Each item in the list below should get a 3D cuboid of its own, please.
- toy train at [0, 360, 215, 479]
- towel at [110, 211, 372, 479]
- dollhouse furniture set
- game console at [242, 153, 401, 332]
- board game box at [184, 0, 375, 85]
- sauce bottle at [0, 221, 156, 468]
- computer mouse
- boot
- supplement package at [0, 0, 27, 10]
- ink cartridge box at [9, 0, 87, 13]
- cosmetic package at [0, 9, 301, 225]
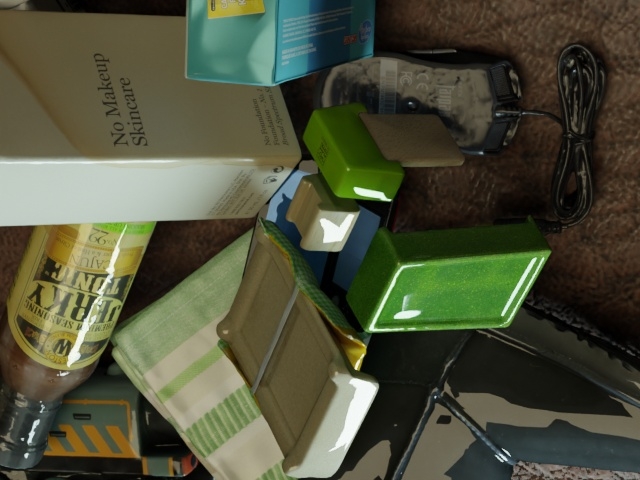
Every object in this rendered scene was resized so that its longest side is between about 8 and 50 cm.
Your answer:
[{"bbox_3d":[-0.258,0.216,1.776,0.334,0.142,0.190,-1,102,20],"label":"toy train"},{"bbox_3d":[-0.021,0.153,1.671,0.248,0.038,0.325,-36,95,5],"label":"towel"},{"bbox_3d":[0.044,0.049,1.518,0.197,0.151,0.301,61,141,37],"label":"dollhouse furniture set"},{"bbox_3d":[0.000,0.000,1.591,0.085,0.124,0.144,8,102,-27],"label":"game console"},{"bbox_3d":[-0.023,-0.305,1.360,0.079,0.254,0.336,6,102,18],"label":"board game box"},{"bbox_3d":[-0.246,0.063,1.639,0.111,0.111,0.344,25,111,8],"label":"sauce bottle"},{"bbox_3d":[0.128,-0.091,1.546,0.262,0.060,0.184,-1,108,8],"label":"computer mouse"},{"bbox_3d":[0.140,0.282,1.566,0.367,0.146,0.445,28,95,20],"label":"boot"},{"bbox_3d":[-0.216,-0.303,1.485,0.244,0.139,0.134,-24,103,3],"label":"supplement package"},{"bbox_3d":[-0.302,-0.188,1.640,0.148,0.086,0.203,-29,101,27],"label":"ink cartridge box"},{"bbox_3d":[-0.189,-0.107,1.486,0.113,0.309,0.160,-48,54,47],"label":"cosmetic package"}]
